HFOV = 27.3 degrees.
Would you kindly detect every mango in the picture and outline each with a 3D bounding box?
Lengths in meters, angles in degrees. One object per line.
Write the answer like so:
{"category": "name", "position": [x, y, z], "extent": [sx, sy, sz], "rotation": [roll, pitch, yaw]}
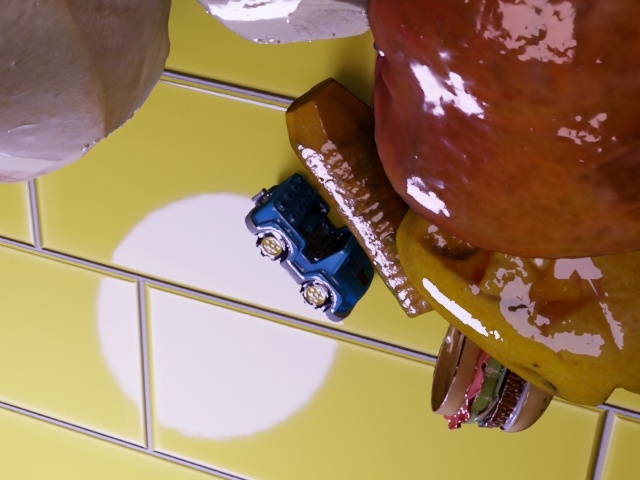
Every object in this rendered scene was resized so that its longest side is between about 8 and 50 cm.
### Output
{"category": "mango", "position": [0.261, 0.039, 1.464], "extent": [0.365, 0.182, 0.253], "rotation": [20, 99, 13]}

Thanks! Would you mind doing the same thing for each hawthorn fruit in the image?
{"category": "hawthorn fruit", "position": [0.259, -0.194, 1.173], "extent": [0.471, 0.472, 0.472], "rotation": [12, 126, 18]}

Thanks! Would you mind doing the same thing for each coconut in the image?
{"category": "coconut", "position": [-0.020, -0.323, 1.339], "extent": [0.247, 0.245, 0.245], "rotation": [3, 123, 34]}
{"category": "coconut", "position": [-0.374, -0.228, 1.461], "extent": [0.415, 0.415, 0.345], "rotation": [-29, 107, 37]}

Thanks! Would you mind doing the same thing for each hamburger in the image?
{"category": "hamburger", "position": [0.218, 0.160, 1.601], "extent": [0.137, 0.175, 0.175], "rotation": [19, 128, -2]}

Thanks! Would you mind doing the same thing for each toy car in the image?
{"category": "toy car", "position": [0.000, 0.000, 1.633], "extent": [0.100, 0.097, 0.191], "rotation": [-33, 104, 36]}

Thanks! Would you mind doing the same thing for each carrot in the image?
{"category": "carrot", "position": [0.069, -0.052, 1.557], "extent": [0.114, 0.114, 0.302], "rotation": [-21, 113, 35]}
